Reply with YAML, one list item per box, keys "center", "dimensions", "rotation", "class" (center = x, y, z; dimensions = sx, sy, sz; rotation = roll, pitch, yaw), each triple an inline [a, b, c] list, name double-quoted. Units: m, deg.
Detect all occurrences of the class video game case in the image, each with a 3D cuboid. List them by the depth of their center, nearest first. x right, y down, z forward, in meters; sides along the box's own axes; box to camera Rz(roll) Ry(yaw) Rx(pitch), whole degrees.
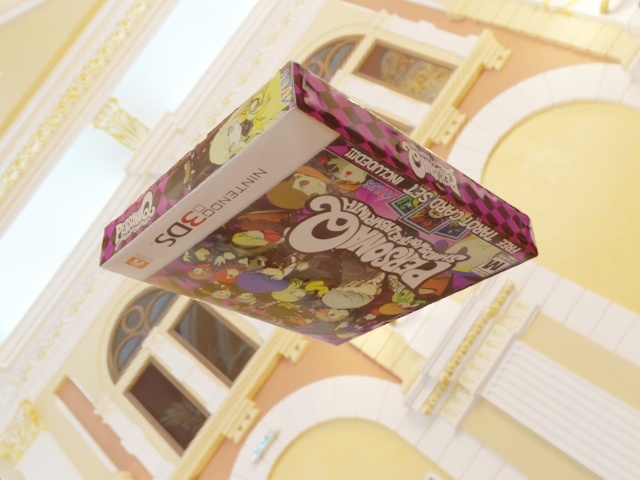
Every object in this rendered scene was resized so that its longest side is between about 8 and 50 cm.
- center: [0.000, 0.000, 0.450]
  dimensions: [0.232, 0.041, 0.210]
  rotation: [25, -41, -37]
  class: "video game case"
